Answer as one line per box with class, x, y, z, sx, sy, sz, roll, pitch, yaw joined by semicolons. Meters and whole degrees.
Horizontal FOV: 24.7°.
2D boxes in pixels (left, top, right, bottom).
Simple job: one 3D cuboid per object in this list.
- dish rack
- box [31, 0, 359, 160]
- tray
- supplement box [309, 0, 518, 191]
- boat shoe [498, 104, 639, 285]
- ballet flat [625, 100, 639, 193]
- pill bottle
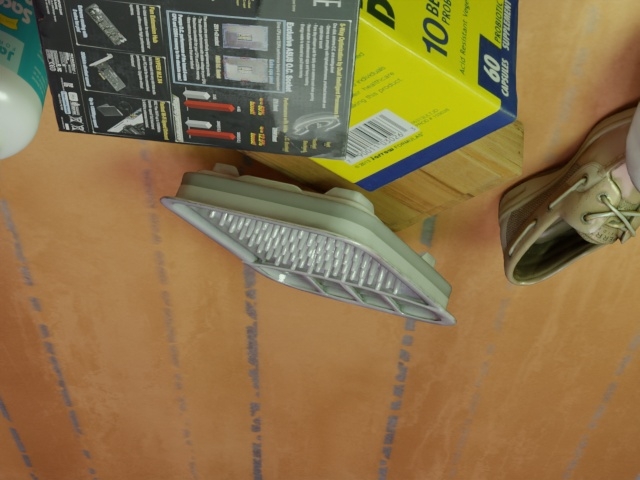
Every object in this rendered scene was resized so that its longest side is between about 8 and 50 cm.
dish rack;0.000;0.000;1.710;0.285;0.072;0.333;14;168;30
box;-0.089;-0.183;1.085;0.242;0.076;0.307;6;149;2
tray;0.001;-0.142;1.547;0.411;0.076;0.203;27;145;-32
supplement box;-0.012;-0.223;1.271;0.356;0.194;0.195;27;144;-33
boat shoe;0.323;-0.044;1.621;0.122;0.110;0.341;19;149;-22
ballet flat;0.393;-0.135;1.344;0.139;0.139;0.400;13;139;-12
pill bottle;-0.320;-0.175;1.350;0.146;0.264;0.146;4;152;2
